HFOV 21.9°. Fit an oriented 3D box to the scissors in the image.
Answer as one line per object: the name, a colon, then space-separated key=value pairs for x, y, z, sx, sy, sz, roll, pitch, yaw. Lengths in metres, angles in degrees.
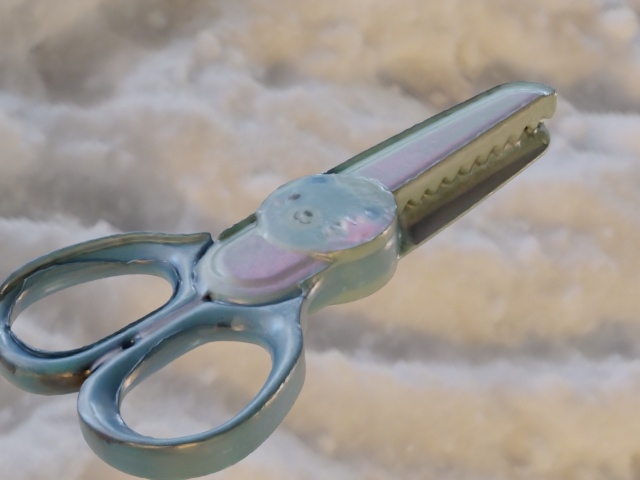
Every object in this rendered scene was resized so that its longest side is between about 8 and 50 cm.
scissors: x=0.000 y=0.000 z=0.635 sx=0.256 sy=0.030 sz=0.125 roll=-31 pitch=44 yaw=-31
